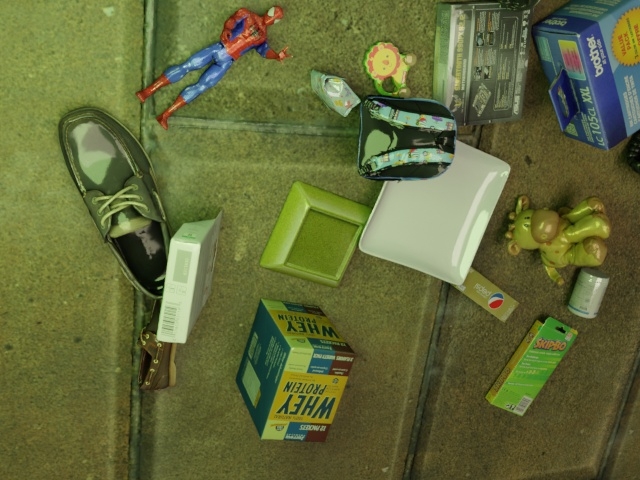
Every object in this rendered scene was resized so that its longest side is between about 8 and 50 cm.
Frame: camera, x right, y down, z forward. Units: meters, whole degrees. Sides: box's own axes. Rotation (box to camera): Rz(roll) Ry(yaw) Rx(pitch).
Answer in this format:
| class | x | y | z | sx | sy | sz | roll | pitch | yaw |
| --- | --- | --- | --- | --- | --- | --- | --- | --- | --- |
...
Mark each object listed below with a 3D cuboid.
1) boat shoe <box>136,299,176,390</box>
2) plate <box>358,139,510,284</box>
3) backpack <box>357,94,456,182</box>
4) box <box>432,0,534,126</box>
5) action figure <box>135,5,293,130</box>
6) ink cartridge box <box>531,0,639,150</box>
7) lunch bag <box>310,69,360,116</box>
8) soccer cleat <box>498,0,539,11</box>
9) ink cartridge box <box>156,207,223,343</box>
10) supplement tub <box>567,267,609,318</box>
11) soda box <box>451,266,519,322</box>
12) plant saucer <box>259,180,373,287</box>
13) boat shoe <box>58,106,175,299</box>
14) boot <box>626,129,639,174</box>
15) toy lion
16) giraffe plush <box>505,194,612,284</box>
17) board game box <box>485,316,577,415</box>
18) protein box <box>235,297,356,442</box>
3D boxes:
| class | x | y | z | sx | sy | sz | roll | pitch | yaw |
| --- | --- | --- | --- | --- | --- | --- | --- | --- | --- |
| boat shoe | -0.308 | 0.194 | 1.271 | 0.073 | 0.073 | 0.207 | -2 | 112 | -23 |
| plate | 0.229 | -0.074 | 1.379 | 0.278 | 0.045 | 0.277 | 19 | 96 | -27 |
| backpack | 0.157 | -0.183 | 1.232 | 0.173 | 0.117 | 0.158 | 3 | 93 | 5 |
| box | 0.312 | -0.341 | 1.308 | 0.183 | 0.056 | 0.231 | -9 | 114 | -18 |
| action figure | -0.160 | -0.288 | 1.098 | 0.280 | 0.139 | 0.091 | -41 | 121 | -5 |
| ink cartridge box | 0.607 | -0.373 | 1.365 | 0.395 | 0.151 | 0.270 | -33 | 120 | -4 |
| lunch bag | 0.023 | -0.271 | 1.212 | 0.053 | 0.071 | 0.083 | -47 | 119 | 0 |
| soccer cleat | 0.301 | -0.562 | 1.199 | 0.318 | 0.108 | 0.116 | 50 | 49 | -18 |
| ink cartridge box | -0.223 | 0.050 | 1.176 | 0.056 | 0.225 | 0.181 | 11 | 108 | -3 |
| supplement tub | 0.647 | 0.127 | 1.632 | 0.071 | 0.071 | 0.107 | 5 | 109 | -24 |
| soda box | 0.360 | 0.112 | 1.513 | 0.181 | 0.061 | 0.058 | 35 | 95 | -29 |
| plant saucer | 0.000 | 0.000 | 1.331 | 0.188 | 0.045 | 0.188 | 18 | 104 | -27 |
| boat shoe | -0.318 | -0.054 | 1.130 | 0.132 | 0.130 | 0.355 | -28 | 119 | -9 |
| boot | 0.885 | -0.244 | 1.538 | 0.260 | 0.131 | 0.348 | 33 | 97 | -30 |
| toy lion | 0.126 | -0.318 | 1.260 | 0.096 | 0.034 | 0.100 | 2 | 111 | -15 |
| giraffe plush | 0.500 | -0.021 | 1.480 | 0.170 | 0.181 | 0.210 | 23 | 136 | -18 |
| board game box | 0.527 | 0.311 | 1.680 | 0.124 | 0.039 | 0.259 | 26 | 103 | -29 |
| protein box | -0.056 | 0.252 | 1.322 | 0.136 | 0.201 | 0.200 | 11 | 107 | -26 |
